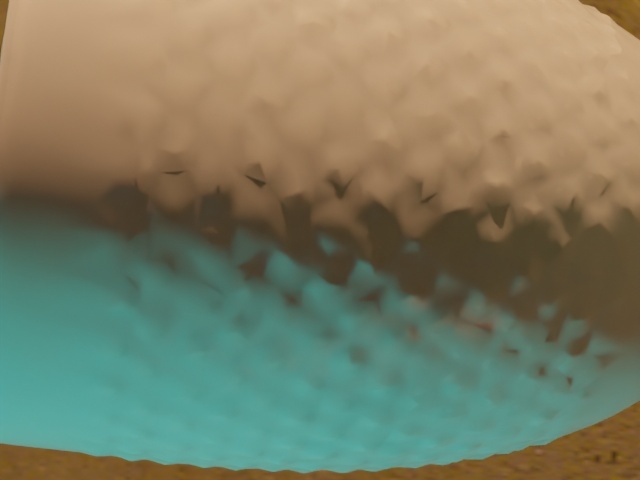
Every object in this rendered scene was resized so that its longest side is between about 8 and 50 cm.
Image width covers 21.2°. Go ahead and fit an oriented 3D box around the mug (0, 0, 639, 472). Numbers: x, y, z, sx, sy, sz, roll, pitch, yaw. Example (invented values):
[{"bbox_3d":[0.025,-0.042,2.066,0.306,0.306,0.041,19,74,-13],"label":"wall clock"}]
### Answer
[{"bbox_3d":[0.000,0.000,0.889,0.328,0.374,0.276,7,63,-8],"label":"mug"}]
